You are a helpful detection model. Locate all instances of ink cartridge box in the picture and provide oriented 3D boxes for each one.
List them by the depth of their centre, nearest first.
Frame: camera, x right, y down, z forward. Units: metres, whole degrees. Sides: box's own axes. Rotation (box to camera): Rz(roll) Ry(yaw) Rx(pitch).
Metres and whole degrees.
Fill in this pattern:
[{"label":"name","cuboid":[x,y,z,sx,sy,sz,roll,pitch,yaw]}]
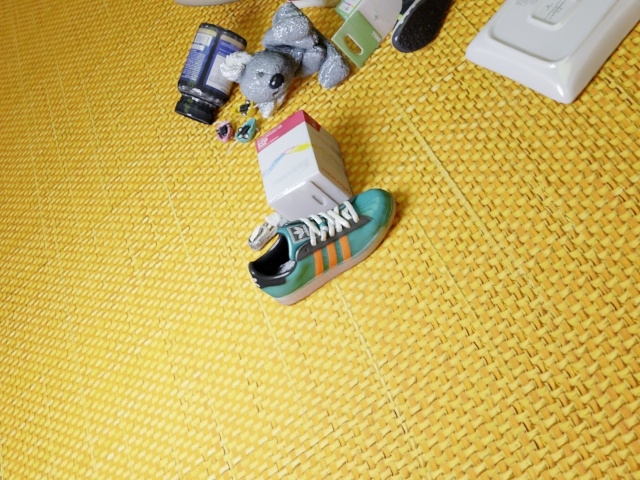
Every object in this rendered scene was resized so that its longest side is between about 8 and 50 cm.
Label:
[{"label":"ink cartridge box","cuboid":[-0.032,-0.135,1.601,0.127,0.128,0.176,-31,48,20]},{"label":"ink cartridge box","cuboid":[0.104,-0.480,1.717,0.209,0.109,0.062,-51,45,2]}]

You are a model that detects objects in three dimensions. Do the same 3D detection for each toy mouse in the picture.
[{"label":"toy mouse","cuboid":[-0.188,-0.250,1.862,0.161,0.031,0.143,-9,59,35]}]

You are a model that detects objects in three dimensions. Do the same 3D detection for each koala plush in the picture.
[{"label":"koala plush","cuboid":[-0.088,-0.381,1.768,0.221,0.196,0.203,-44,34,9]}]

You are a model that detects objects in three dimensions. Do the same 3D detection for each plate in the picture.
[{"label":"plate","cuboid":[0.424,-0.404,1.465,0.277,0.045,0.278,-51,45,2]}]

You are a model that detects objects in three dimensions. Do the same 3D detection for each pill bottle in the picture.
[{"label":"pill bottle","cuboid":[-0.265,-0.390,1.933,0.123,0.123,0.219,22,91,44]}]

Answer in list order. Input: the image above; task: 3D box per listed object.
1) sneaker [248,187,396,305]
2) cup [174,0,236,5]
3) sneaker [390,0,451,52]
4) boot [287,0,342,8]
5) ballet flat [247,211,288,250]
[{"label":"sneaker","cuboid":[0.000,0.000,1.499,0.302,0.121,0.108,-40,47,12]},{"label":"cup","cuboid":[-0.214,-0.726,2.008,0.237,0.331,0.331,15,73,18]},{"label":"sneaker","cuboid":[0.201,-0.475,1.668,0.097,0.084,0.234,16,67,49]},{"label":"boot","cuboid":[-0.022,-0.615,1.852,0.244,0.176,0.088,3,66,38]},{"label":"ballet flat","cuboid":[-0.105,-0.027,1.657,0.114,0.041,0.041,-46,45,6]}]
